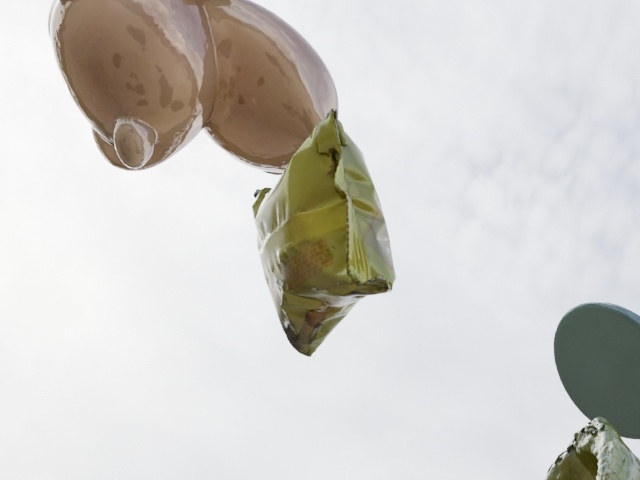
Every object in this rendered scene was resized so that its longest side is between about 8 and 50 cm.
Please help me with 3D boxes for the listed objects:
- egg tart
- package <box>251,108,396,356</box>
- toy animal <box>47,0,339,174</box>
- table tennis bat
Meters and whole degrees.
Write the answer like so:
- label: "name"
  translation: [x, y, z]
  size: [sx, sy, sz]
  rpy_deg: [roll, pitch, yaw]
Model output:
- label: "egg tart"
  translation: [0.243, 0.262, 1.238]
  size: [0.078, 0.197, 0.197]
  rpy_deg: [26, -48, -5]
- label: "package"
  translation: [0.000, 0.000, 1.176]
  size: [0.226, 0.090, 0.168]
  rpy_deg: [137, -60, -67]
- label: "toy animal"
  translation: [-0.169, -0.164, 1.475]
  size: [0.345, 0.247, 0.277]
  rpy_deg: [52, -37, -5]
- label: "table tennis bat"
  translation: [0.331, 0.143, 1.378]
  size: [0.237, 0.038, 0.149]
  rpy_deg: [20, -57, 45]
